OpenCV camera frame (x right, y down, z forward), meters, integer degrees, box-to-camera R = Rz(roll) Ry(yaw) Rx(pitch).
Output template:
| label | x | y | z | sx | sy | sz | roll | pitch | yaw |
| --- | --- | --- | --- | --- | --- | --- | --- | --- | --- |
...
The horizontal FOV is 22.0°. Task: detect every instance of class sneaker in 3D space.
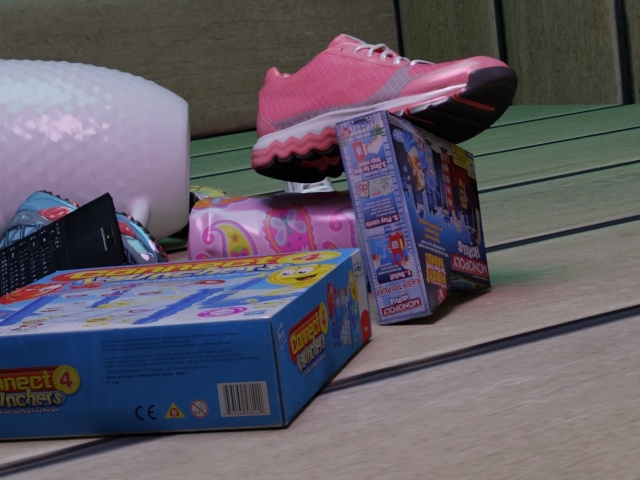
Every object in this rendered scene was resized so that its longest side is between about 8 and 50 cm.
| label | x | y | z | sx | sy | sz | roll | pitch | yaw |
| --- | --- | --- | --- | --- | --- | --- | --- | --- | --- |
| sneaker | 0.051 | -0.158 | 1.681 | 0.314 | 0.136 | 0.116 | -14 | -17 | 33 |
| sneaker | -0.015 | -0.060 | 2.263 | 0.090 | 0.095 | 0.235 | -6 | 9 | -9 |
| sneaker | -0.279 | 0.034 | 1.920 | 0.262 | 0.104 | 0.125 | 15 | 55 | 39 |
| sneaker | -0.176 | -0.043 | 2.377 | 0.094 | 0.081 | 0.208 | -3 | 12 | -28 |

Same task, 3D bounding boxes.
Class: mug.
| label | x | y | z | sx | sy | sz | roll | pitch | yaw |
| --- | --- | --- | --- | --- | --- | --- | --- | --- | --- |
| mug | -0.338 | -0.074 | 2.170 | 0.328 | 0.276 | 0.374 | 0 | 38 | -3 |

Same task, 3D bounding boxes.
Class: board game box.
| label | x | y | z | sx | sy | sz | roll | pitch | yaw |
| --- | --- | --- | --- | --- | --- | --- | --- | --- | --- |
| board game box | 0.095 | -0.009 | 1.608 | 0.060 | 0.194 | 0.194 | -14 | -18 | 29 |
| board game box | -0.139 | 0.083 | 1.388 | 0.308 | 0.086 | 0.302 | -5 | 9 | 15 |

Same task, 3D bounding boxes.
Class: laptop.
| label | x | y | z | sx | sy | sz | roll | pitch | yaw |
| --- | --- | --- | --- | --- | --- | --- | --- | --- | --- |
| laptop | -0.362 | 0.000 | 1.773 | 0.264 | 0.136 | 0.234 | -29 | 24 | 0 |

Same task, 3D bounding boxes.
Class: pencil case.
| label | x | y | z | sx | sy | sz | roll | pitch | yaw |
| --- | --- | --- | --- | --- | --- | --- | --- | --- | --- |
| pencil case | 0.000 | 0.000 | 1.771 | 0.284 | 0.124 | 0.124 | -5 | 8 | 6 |
